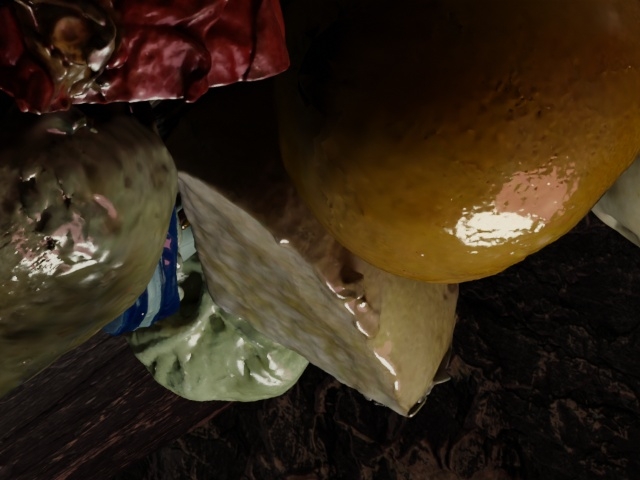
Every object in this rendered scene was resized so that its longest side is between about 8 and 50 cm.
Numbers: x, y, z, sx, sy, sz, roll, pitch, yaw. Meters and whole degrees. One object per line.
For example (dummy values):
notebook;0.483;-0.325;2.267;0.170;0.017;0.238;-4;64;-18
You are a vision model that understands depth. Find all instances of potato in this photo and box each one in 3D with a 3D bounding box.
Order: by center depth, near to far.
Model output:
potato;0.022;-0.030;1.424;0.189;0.211;0.264;-53;156;-19

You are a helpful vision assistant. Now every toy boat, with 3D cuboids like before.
toy boat;-0.083;-0.049;1.530;0.291;0.067;0.220;-46;161;-29

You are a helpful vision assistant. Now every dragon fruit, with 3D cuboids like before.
dragon fruit;-0.110;-0.127;0.960;0.192;0.122;0.092;-23;127;-43

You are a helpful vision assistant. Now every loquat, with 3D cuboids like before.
loquat;0.095;-0.095;1.235;0.263;0.263;0.263;-34;173;-5

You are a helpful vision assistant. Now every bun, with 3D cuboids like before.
bun;-0.088;0.040;1.656;0.212;0.204;0.126;-66;162;5

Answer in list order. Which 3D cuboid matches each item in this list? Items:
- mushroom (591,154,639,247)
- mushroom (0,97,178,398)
mushroom;0.385;-0.166;1.938;0.353;0.353;0.325;-37;-167;22
mushroom;-0.215;0.030;1.176;0.344;0.130;0.247;-39;176;27
